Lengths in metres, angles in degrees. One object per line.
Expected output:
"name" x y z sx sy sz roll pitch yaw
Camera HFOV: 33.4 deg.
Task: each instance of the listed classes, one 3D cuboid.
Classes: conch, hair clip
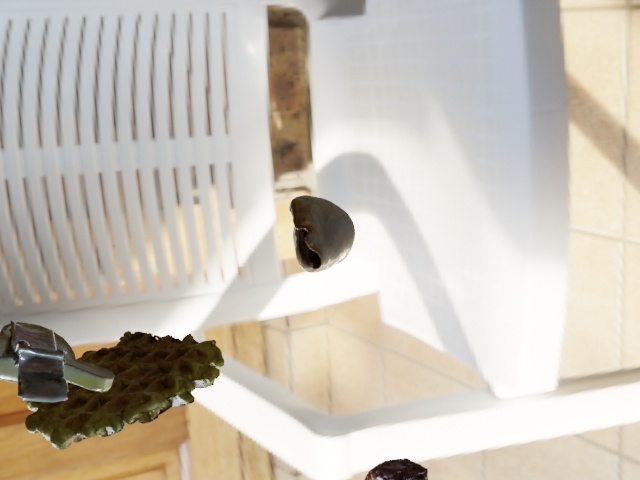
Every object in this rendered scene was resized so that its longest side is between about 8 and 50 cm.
"conch" -0.011 -0.002 1.472 0.094 0.176 0.104 14 110 19
"hair clip" -0.314 0.134 1.212 0.218 0.159 0.071 -159 82 -68

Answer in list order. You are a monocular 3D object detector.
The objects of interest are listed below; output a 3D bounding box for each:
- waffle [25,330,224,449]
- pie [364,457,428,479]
"waffle" -0.306 0.217 1.631 0.312 0.307 0.060 27 137 63
"pie" 0.154 0.423 1.602 0.219 0.054 0.204 47 145 8
